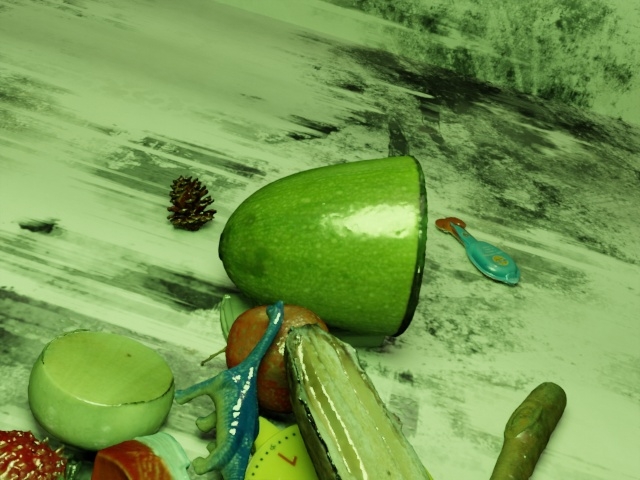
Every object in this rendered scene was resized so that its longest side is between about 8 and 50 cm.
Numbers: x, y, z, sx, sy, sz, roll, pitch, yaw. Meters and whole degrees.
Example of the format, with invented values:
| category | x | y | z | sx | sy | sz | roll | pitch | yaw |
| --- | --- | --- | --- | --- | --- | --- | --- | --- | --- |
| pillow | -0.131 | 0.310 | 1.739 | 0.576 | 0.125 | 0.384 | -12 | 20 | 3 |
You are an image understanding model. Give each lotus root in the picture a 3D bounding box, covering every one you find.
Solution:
| category | x | y | z | sx | sy | sz | roll | pitch | yaw |
| --- | --- | --- | --- | --- | --- | --- | --- | --- | --- |
| lotus root | 0.030 | 0.252 | 0.815 | 0.167 | 0.078 | 0.329 | 11 | 41 | -47 |

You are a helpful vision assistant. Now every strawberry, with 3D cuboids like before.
| category | x | y | z | sx | sy | sz | roll | pitch | yaw |
| --- | --- | --- | --- | --- | --- | --- | --- | --- | --- |
| strawberry | -0.383 | 0.274 | 0.761 | 0.192 | 0.085 | 0.140 | 25 | 37 | 17 |

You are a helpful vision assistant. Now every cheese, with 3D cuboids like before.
| category | x | y | z | sx | sy | sz | roll | pitch | yaw |
| --- | --- | --- | --- | --- | --- | --- | --- | --- | --- |
| cheese | 0.355 | 0.019 | 1.460 | 0.106 | 0.037 | 0.256 | -7 | 39 | -32 |

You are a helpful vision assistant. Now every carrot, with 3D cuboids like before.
| category | x | y | z | sx | sy | sz | roll | pitch | yaw |
| --- | --- | --- | --- | --- | --- | --- | --- | --- | --- |
| carrot | 0.302 | 0.321 | 0.980 | 0.070 | 0.070 | 0.342 | 30 | 38 | 21 |

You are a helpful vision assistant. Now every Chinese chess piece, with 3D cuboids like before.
| category | x | y | z | sx | sy | sz | roll | pitch | yaw |
| --- | --- | --- | --- | --- | --- | --- | --- | --- | --- |
| Chinese chess piece | -0.293 | 0.199 | 0.872 | 0.189 | 0.083 | 0.188 | 19 | 18 | -6 |

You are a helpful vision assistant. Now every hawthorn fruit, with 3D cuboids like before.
| category | x | y | z | sx | sy | sz | roll | pitch | yaw |
| --- | --- | --- | --- | --- | --- | --- | --- | --- | --- |
| hawthorn fruit | -0.085 | 0.166 | 0.972 | 0.204 | 0.162 | 0.162 | 16 | 33 | 15 |

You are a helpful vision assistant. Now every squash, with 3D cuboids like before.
| category | x | y | z | sx | sy | sz | roll | pitch | yaw |
| --- | --- | --- | --- | --- | --- | --- | --- | --- | --- |
| squash | -0.011 | -0.005 | 1.061 | 0.309 | 0.310 | 0.310 | 6 | 35 | -7 |

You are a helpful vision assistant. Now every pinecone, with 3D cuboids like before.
| category | x | y | z | sx | sy | sz | roll | pitch | yaw |
| --- | --- | --- | --- | --- | --- | --- | --- | --- | --- |
| pinecone | -0.264 | -0.074 | 1.294 | 0.102 | 0.102 | 0.109 | -16 | 75 | -37 |

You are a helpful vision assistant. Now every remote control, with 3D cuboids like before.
| category | x | y | z | sx | sy | sz | roll | pitch | yaw |
| --- | --- | --- | --- | --- | --- | --- | --- | --- | --- |
| remote control | -0.032 | 0.140 | 1.137 | 0.286 | 0.038 | 0.123 | 0 | 36 | -19 |

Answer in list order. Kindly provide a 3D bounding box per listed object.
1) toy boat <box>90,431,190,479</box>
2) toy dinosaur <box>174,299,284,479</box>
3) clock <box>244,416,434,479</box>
| category | x | y | z | sx | sy | sz | roll | pitch | yaw |
| --- | --- | --- | --- | --- | --- | --- | --- | --- | --- |
| toy boat | -0.154 | 0.348 | 0.703 | 0.133 | 0.145 | 0.331 | 16 | 29 | -42 |
| toy dinosaur | -0.089 | 0.217 | 0.834 | 0.075 | 0.188 | 0.247 | 42 | 18 | -45 |
| clock | 0.027 | 0.342 | 0.832 | 0.294 | 0.071 | 0.277 | 11 | 34 | -5 |
